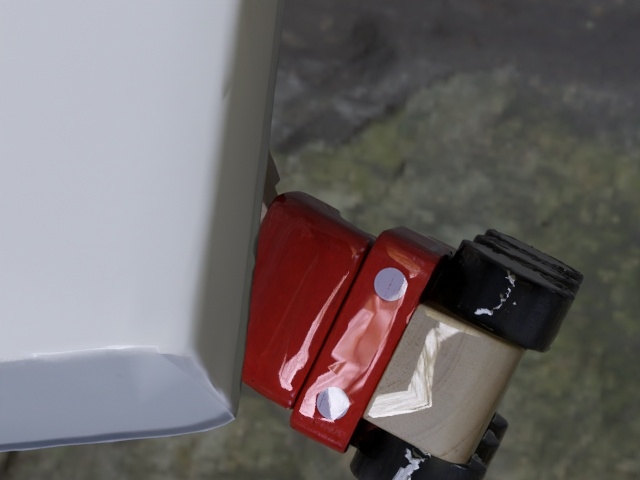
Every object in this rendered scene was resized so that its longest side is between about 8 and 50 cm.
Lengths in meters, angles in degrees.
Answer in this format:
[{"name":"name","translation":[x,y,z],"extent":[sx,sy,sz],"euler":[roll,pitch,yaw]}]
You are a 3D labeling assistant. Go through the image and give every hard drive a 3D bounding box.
[{"name":"hard drive","translation":[-0.120,-0.097,0.543],"extent":[0.233,0.353,0.047],"euler":[-7,143,18]}]

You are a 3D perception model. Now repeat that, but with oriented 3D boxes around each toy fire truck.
[{"name":"toy fire truck","translation":[0.000,0.000,0.865],"extent":[0.246,0.158,0.217],"euler":[27,-173,8]}]
